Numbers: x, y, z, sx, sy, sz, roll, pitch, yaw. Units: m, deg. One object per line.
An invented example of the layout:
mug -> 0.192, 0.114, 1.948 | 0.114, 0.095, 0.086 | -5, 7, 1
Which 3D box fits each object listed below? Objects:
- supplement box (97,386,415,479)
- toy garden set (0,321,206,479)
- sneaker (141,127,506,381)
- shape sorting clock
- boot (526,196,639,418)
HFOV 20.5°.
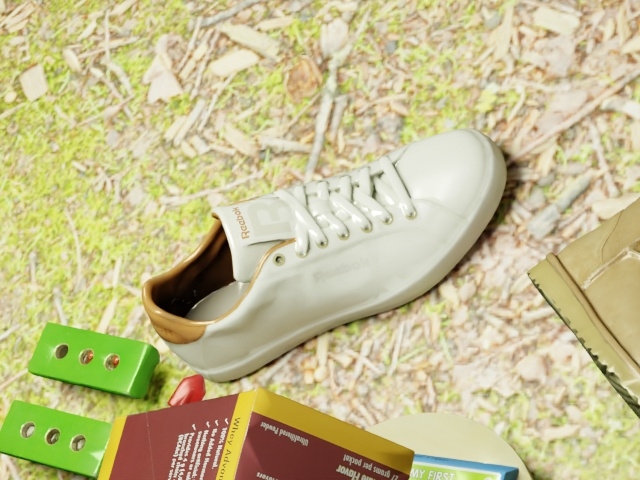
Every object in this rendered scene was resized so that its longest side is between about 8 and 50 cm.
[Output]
supplement box -> -0.062, 0.215, 1.165 | 0.194, 0.129, 0.191 | -17, 53, 55
toy garden set -> -0.165, 0.196, 1.332 | 0.204, 0.049, 0.244 | 9, 69, 34
sneaker -> 0.000, 0.000, 1.296 | 0.290, 0.123, 0.106 | -34, 52, 8
shape sorting clock -> 0.058, 0.214, 1.201 | 0.206, 0.040, 0.206 | -16, 58, 28
boot -> 0.285, -0.002, 1.144 | 0.269, 0.089, 0.236 | -39, 42, 5
